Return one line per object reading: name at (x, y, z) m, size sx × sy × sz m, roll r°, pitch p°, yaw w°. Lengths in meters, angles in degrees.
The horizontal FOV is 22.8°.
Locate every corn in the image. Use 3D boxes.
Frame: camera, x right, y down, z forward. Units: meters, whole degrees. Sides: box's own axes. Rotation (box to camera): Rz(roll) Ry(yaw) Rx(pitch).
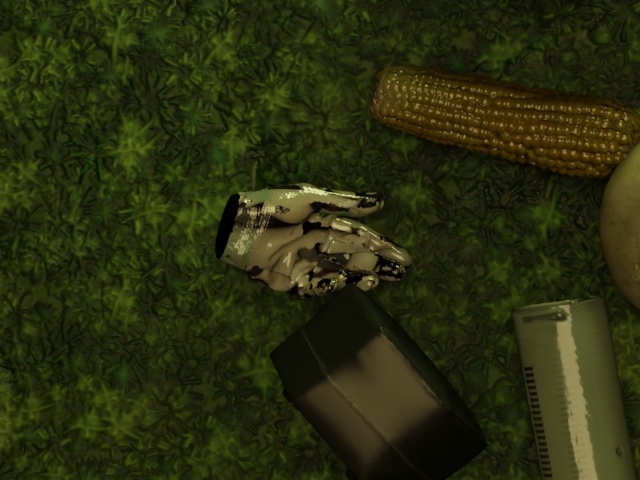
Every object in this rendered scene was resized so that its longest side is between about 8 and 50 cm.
corn at (0.213, -0.136, 1.786) m, size 0.319 × 0.097 × 0.097 m, roll 13°, pitch 88°, yaw 9°

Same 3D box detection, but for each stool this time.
stool at (0.061, 0.173, 1.720) m, size 0.141 × 0.232 × 0.232 m, roll -41°, pitch 83°, yaw 2°

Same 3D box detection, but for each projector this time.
projector at (0.289, 0.233, 1.745) m, size 0.108 × 0.108 × 0.338 m, roll -10°, pitch 85°, yaw 5°

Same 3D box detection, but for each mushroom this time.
mushroom at (0.420, -0.009, 1.686) m, size 0.246 × 0.202 × 0.246 m, roll 2°, pitch 106°, yaw 6°

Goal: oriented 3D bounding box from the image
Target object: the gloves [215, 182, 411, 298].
gloves at (-0.003, 0.003, 1.796) m, size 0.212 × 0.111 × 0.128 m, roll 15°, pitch 74°, yaw -19°
